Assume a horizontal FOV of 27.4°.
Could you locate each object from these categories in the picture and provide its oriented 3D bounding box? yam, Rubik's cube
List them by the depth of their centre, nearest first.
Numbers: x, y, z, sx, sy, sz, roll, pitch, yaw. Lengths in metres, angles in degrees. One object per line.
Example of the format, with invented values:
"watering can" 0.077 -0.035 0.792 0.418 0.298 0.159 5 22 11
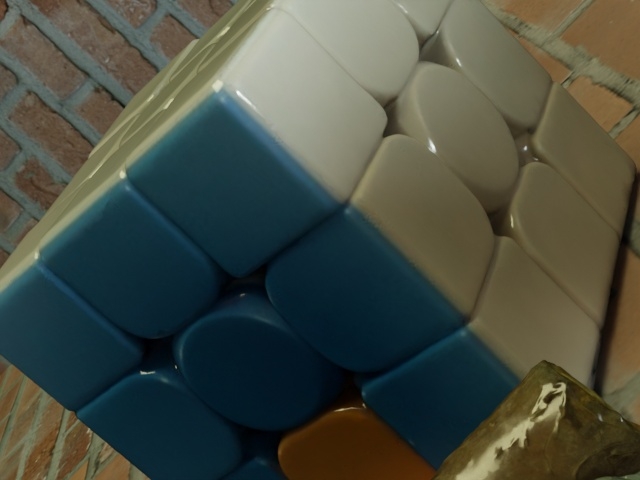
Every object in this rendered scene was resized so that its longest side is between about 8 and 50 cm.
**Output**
"yam" 0.030 0.210 0.691 0.357 0.081 0.081 -47 15 3
"Rubik's cube" 0.000 0.000 0.887 0.290 0.291 0.291 -37 18 37

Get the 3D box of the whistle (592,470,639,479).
"whistle" 0.202 0.116 0.478 0.326 0.057 0.068 -19 58 65
